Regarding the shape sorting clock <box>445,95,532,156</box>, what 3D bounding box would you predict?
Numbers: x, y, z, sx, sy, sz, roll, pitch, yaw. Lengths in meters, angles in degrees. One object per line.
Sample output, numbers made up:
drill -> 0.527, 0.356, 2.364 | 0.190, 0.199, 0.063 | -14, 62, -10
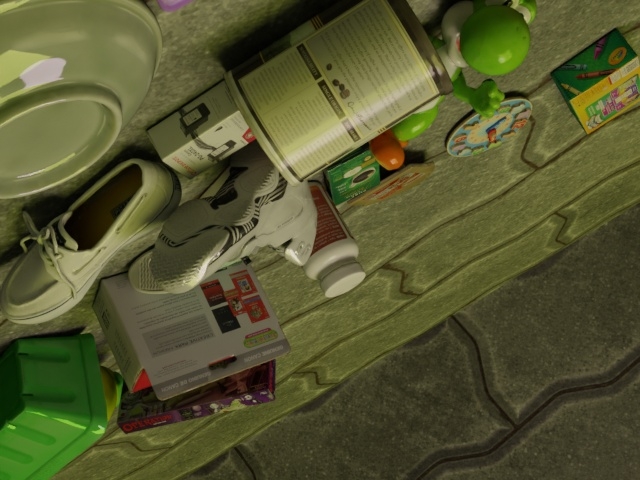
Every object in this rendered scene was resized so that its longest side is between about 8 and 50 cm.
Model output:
shape sorting clock -> 0.368, -0.243, 2.067 | 0.206, 0.040, 0.206 | -26, 160, -10

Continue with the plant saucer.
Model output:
plant saucer -> -0.361, -0.151, 1.180 | 0.400, 0.100, 0.400 | -29, 165, -9

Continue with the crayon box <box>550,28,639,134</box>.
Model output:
crayon box -> 0.621, -0.343, 2.102 | 0.165, 0.081, 0.278 | -34, 160, 14

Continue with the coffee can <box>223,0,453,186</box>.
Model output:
coffee can -> 0.026, -0.233, 1.395 | 0.275, 0.201, 0.201 | -31, 160, 6

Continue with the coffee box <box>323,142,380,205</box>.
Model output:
coffee box -> 0.061, -0.140, 1.904 | 0.113, 0.040, 0.184 | -28, 160, -4

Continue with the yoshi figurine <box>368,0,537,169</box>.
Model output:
yoshi figurine -> 0.198, -0.277, 1.546 | 0.362, 0.203, 0.203 | -39, 151, 18

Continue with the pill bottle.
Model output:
pill bottle -> 0.000, 0.000, 1.902 | 0.121, 0.216, 0.121 | -25, 159, -10

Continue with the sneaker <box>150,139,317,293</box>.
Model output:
sneaker -> -0.120, -0.007, 1.574 | 0.366, 0.137, 0.210 | -54, 139, -31

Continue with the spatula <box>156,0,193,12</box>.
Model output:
spatula -> -0.185, -0.359, 1.058 | 0.084, 0.030, 0.296 | -29, 160, -2

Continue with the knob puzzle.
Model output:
knob puzzle -> 0.165, -0.131, 2.077 | 0.213, 0.030, 0.213 | -25, 170, -5

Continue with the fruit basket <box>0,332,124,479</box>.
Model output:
fruit basket -> -0.562, 0.372, 2.029 | 0.392, 0.283, 0.392 | -12, 144, -9

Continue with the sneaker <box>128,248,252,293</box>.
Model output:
sneaker -> -0.242, 0.041, 1.869 | 0.256, 0.094, 0.151 | -20, 175, 4

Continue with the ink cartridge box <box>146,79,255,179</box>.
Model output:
ink cartridge box -> -0.177, -0.169, 1.480 | 0.150, 0.063, 0.109 | -32, 160, 7

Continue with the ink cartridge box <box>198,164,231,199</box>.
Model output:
ink cartridge box -> -0.115, -0.081, 1.770 | 0.198, 0.067, 0.115 | -3, 147, -49

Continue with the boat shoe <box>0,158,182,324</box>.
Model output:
boat shoe -> -0.393, -0.002, 1.494 | 0.367, 0.136, 0.156 | -36, 159, 10

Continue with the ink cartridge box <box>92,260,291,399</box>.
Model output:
ink cartridge box -> -0.256, 0.177, 1.908 | 0.309, 0.272, 0.130 | -16, 157, -30

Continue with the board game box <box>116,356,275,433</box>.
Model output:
board game box -> -0.264, 0.287, 2.051 | 0.347, 0.208, 0.056 | -15, 128, 12
